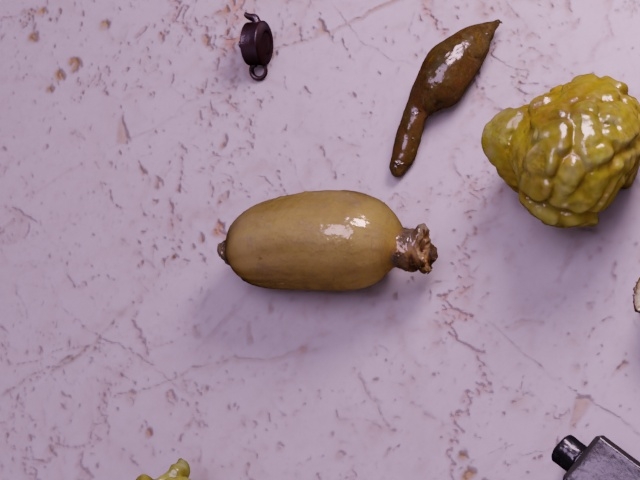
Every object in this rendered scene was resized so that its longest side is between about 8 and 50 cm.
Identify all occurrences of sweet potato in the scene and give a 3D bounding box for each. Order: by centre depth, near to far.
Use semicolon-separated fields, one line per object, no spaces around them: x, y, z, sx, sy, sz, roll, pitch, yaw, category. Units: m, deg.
0.160;-0.211;2.167;0.074;0.075;0.269;30;83;27;sweet potato

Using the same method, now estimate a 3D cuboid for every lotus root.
0.001;-0.003;2.086;0.303;0.131;0.146;-1;23;20;lotus root

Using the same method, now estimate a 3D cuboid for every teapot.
-0.098;-0.284;2.291;0.045;0.068;0.100;0;101;22;teapot

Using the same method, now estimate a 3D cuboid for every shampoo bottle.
0.380;0.316;1.855;0.246;0.080;0.079;37;81;28;shampoo bottle

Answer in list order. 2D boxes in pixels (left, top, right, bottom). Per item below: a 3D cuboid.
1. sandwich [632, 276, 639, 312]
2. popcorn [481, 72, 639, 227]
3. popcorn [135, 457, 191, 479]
0.480;0.015;1.954;0.090;0.088;0.244;30;83;36;sandwich
0.309;-0.123;2.008;0.203;0.200;0.226;17;72;18;popcorn
-0.222;0.391;1.967;0.235;0.181;0.217;-20;60;4;popcorn
